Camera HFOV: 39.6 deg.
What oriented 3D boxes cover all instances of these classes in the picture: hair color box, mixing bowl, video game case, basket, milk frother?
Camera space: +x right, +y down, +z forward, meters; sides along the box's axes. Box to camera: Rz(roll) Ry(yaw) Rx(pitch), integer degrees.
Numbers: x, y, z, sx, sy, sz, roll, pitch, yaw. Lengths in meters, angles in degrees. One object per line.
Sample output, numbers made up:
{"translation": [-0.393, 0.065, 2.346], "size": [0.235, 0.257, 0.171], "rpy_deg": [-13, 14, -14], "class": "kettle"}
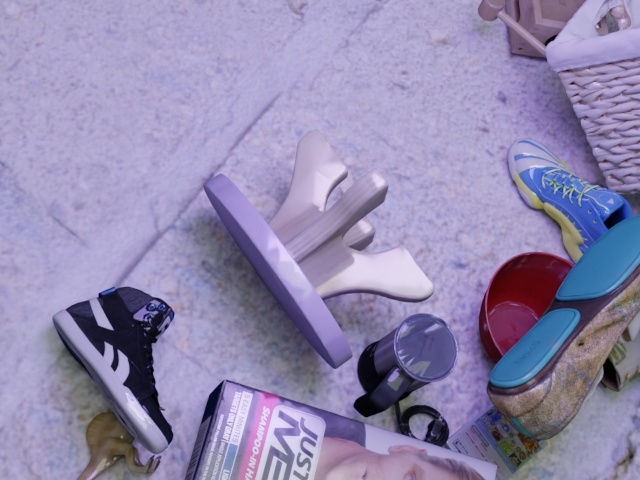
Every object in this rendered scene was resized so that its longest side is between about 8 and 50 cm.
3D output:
{"translation": [0.019, 0.299, 1.035], "size": [0.347, 0.105, 0.174], "rpy_deg": [19, 65, -10], "class": "hair color box"}
{"translation": [0.282, 0.116, 1.192], "size": [0.181, 0.098, 0.181], "rpy_deg": [7, 67, -16], "class": "mixing bowl"}
{"translation": [0.231, 0.266, 1.166], "size": [0.122, 0.011, 0.087], "rpy_deg": [-32, 81, -25], "class": "video game case"}
{"translation": [0.561, -0.260, 1.243], "size": [0.328, 0.331, 0.266], "rpy_deg": [-46, 117, -34], "class": "basket"}
{"translation": [0.125, 0.179, 1.098], "size": [0.143, 0.135, 0.129], "rpy_deg": [26, 65, -7], "class": "milk frother"}

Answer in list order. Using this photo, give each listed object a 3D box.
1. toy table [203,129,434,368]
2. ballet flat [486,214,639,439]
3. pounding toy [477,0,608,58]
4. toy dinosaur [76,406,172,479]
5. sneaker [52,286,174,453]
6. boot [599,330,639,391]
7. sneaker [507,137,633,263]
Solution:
{"translation": [0.000, 0.000, 1.084], "size": [0.161, 0.252, 0.274], "rpy_deg": [-34, 89, -10], "class": "toy table"}
{"translation": [0.335, 0.109, 1.105], "size": [0.123, 0.123, 0.348], "rpy_deg": [45, 63, 3], "class": "ballet flat"}
{"translation": [0.331, -0.339, 1.387], "size": [0.206, 0.094, 0.181], "rpy_deg": [5, 67, -15], "class": "pounding toy"}
{"translation": [-0.231, 0.238, 1.020], "size": [0.093, 0.053, 0.183], "rpy_deg": [22, 56, 8], "class": "toy dinosaur"}
{"translation": [-0.203, 0.130, 1.017], "size": [0.121, 0.079, 0.217], "rpy_deg": [-32, 61, -24], "class": "sneaker"}
{"translation": [0.469, 0.169, 1.245], "size": [0.165, 0.077, 0.213], "rpy_deg": [-34, 80, -24], "class": "boot"}
{"translation": [0.374, -0.066, 1.277], "size": [0.091, 0.126, 0.240], "rpy_deg": [-33, 83, -26], "class": "sneaker"}
